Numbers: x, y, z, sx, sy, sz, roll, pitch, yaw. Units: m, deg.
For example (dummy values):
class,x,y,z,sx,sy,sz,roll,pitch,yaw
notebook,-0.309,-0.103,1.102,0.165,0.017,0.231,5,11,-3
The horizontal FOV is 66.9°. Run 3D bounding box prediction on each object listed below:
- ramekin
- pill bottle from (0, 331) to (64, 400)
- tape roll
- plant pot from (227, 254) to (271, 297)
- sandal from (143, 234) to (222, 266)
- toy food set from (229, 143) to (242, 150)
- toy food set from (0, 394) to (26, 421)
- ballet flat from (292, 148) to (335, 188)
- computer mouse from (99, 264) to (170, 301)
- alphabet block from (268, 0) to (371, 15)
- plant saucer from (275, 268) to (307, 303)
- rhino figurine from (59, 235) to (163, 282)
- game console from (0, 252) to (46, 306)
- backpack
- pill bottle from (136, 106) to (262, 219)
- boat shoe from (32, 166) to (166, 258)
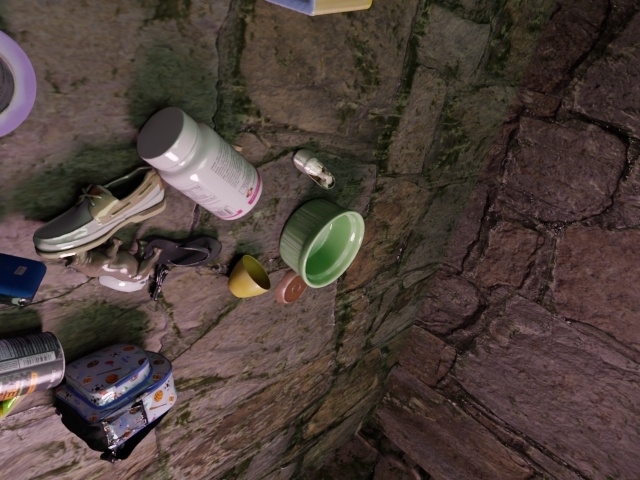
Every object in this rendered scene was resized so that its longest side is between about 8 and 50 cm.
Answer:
class,x,y,z,sx,sy,sz,roll,pitch,yaw
ramekin,0.000,0.000,1.696,0.303,0.148,0.303,-34,143,-31
pill bottle,-0.694,0.278,1.026,0.246,0.131,0.130,-5,122,-51
tape roll,-0.563,-0.258,0.761,0.189,0.080,0.188,-34,142,-32
plant pot,-0.236,0.126,1.532,0.095,0.134,0.134,-35,151,14
sandal,-0.369,0.038,1.317,0.255,0.055,0.097,-2,120,-53
toy food set,-0.248,-0.196,1.302,0.078,0.019,0.122,5,115,-55
toy food set,-0.765,0.371,1.100,0.132,0.039,0.192,-50,148,-9
ballet flat,-0.011,-0.226,1.551,0.072,0.068,0.213,-56,148,0
computer mouse,-0.475,0.105,1.248,0.193,0.042,0.106,16,107,-57
alphabet block,-0.004,-0.628,1.078,0.197,0.192,0.193,-29,141,-38
plant saucer,-0.099,0.174,1.837,0.169,0.029,0.168,-33,141,-31
rhino figurine,-0.497,0.037,1.120,0.243,0.073,0.106,18,96,-45
game console,-0.618,0.109,0.792,0.250,0.293,0.173,17,90,-26
backpack,-0.522,0.390,1.270,0.264,0.277,0.212,-19,120,-49
pill bottle,-0.276,-0.176,1.140,0.160,0.160,0.283,-54,144,-4
boat shoe,-0.472,-0.071,1.038,0.302,0.113,0.103,-40,145,-43
